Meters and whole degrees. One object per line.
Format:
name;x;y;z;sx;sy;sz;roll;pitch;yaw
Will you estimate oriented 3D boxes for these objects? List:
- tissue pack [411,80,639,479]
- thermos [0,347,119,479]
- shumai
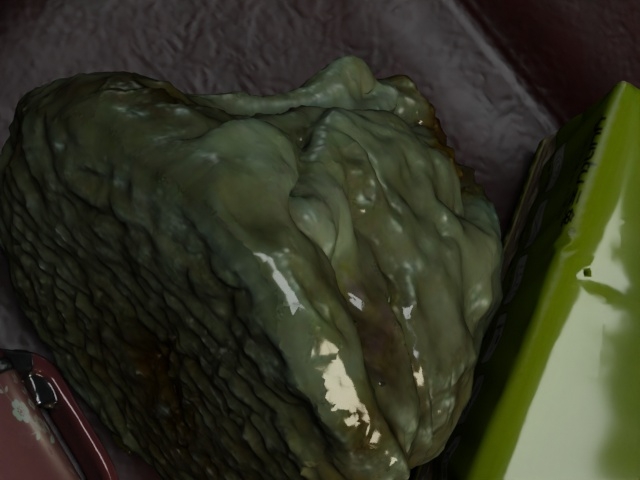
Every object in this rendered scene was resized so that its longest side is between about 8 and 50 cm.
tissue pack;0.194;0.082;1.136;0.200;0.167;0.275;25;72;-9
thermos;-0.173;0.145;1.051;0.136;0.109;0.330;-31;88;-19
shumai;0.000;0.000;1.047;0.263;0.304;0.309;-34;91;-30
